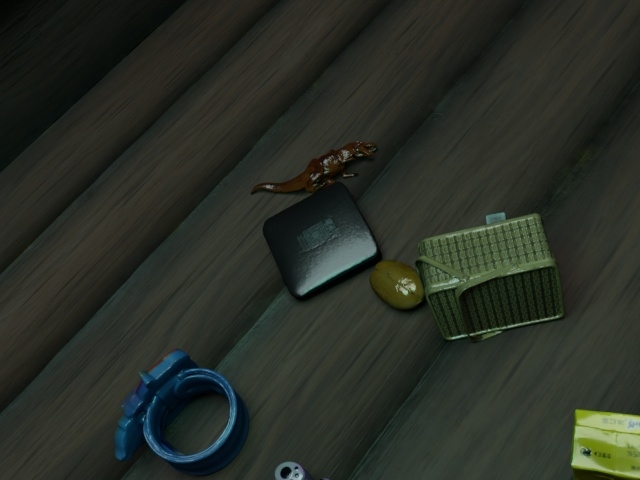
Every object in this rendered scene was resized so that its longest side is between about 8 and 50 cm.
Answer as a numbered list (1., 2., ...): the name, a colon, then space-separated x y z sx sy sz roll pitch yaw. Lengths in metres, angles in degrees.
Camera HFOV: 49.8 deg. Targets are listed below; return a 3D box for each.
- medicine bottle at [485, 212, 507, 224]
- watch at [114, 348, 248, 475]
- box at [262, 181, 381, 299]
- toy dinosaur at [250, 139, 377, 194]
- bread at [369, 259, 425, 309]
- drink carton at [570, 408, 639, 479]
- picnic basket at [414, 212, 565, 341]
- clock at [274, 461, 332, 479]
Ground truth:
1. medicine bottle: 0.461 -0.004 1.776 0.055 0.074 0.118 -9 51 16
2. watch: -0.342 0.453 1.684 0.274 0.241 0.305 33 71 24
3. box: 0.000 0.000 1.956 0.289 0.073 0.290 -29 57 2
4. toy dinosaur: -0.020 -0.191 2.118 0.432 0.097 0.208 -21 39 5
5. bread: 0.192 0.110 1.789 0.189 0.077 0.114 32 97 45
6. drink carton: 0.539 0.421 1.228 0.155 0.351 0.111 2 55 25
7. picnic basket: 0.395 0.100 1.626 0.313 0.228 0.175 -13 48 12
8. clock: -0.028 0.625 1.492 0.248 0.090 0.227 16 62 30
